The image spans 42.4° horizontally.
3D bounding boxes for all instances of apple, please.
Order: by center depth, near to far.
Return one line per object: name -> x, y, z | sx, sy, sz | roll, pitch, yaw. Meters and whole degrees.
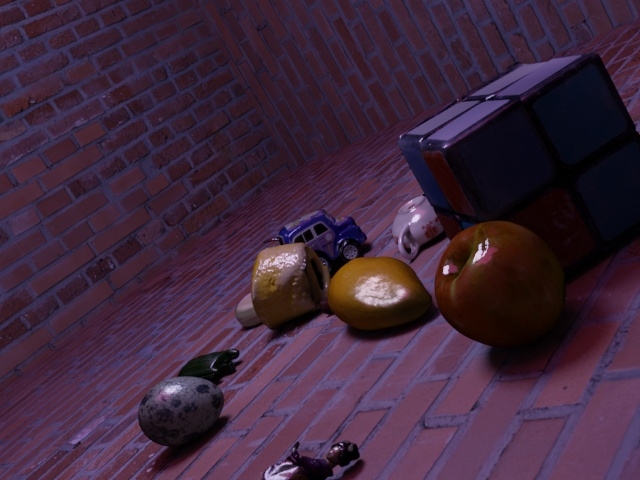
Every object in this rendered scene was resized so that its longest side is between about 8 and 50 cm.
apple -> 0.275, 0.070, 1.254 | 0.196, 0.196, 0.196 | -29, 12, 7

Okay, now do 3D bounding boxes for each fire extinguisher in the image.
fire extinguisher -> 0.061, 0.133, 1.856 | 0.132, 0.039, 0.056 | -22, 24, 35

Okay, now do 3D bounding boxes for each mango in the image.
mango -> 0.115, 0.107, 1.665 | 0.176, 0.119, 0.317 | -32, 21, -19

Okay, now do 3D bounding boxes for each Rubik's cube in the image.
Rubik's cube -> 0.369, -0.123, 1.480 | 0.316, 0.318, 0.313 | -33, 12, -4

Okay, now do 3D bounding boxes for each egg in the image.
egg -> -0.273, 0.333, 1.626 | 0.172, 0.132, 0.132 | -20, 11, -9

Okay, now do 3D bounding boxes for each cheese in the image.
cheese -> -0.118, 0.150, 2.147 | 0.227, 0.064, 0.137 | -28, 16, 20

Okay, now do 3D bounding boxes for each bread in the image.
bread -> -0.078, 0.106, 1.975 | 0.170, 0.197, 0.197 | -15, 17, 20

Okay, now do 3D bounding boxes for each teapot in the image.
teapot -> 0.239, -0.038, 1.991 | 0.159, 0.116, 0.245 | -5, 32, 40

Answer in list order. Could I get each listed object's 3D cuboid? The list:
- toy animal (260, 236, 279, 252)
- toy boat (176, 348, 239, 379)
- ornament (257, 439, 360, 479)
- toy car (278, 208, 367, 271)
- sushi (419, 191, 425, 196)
toy animal -> -0.081, 0.045, 2.498 | 0.243, 0.087, 0.260 | -13, 15, 15
toy boat -> -0.274, 0.301, 1.948 | 0.210, 0.052, 0.104 | -21, 18, 44
ornament -> -0.041, 0.335, 1.180 | 0.203, 0.081, 0.088 | -33, 13, -10
toy car -> 0.000, 0.000, 2.221 | 0.235, 0.158, 0.172 | -26, 11, -8
sushi -> 0.317, -0.142, 2.324 | 0.083, 0.044, 0.046 | -26, 14, 13
